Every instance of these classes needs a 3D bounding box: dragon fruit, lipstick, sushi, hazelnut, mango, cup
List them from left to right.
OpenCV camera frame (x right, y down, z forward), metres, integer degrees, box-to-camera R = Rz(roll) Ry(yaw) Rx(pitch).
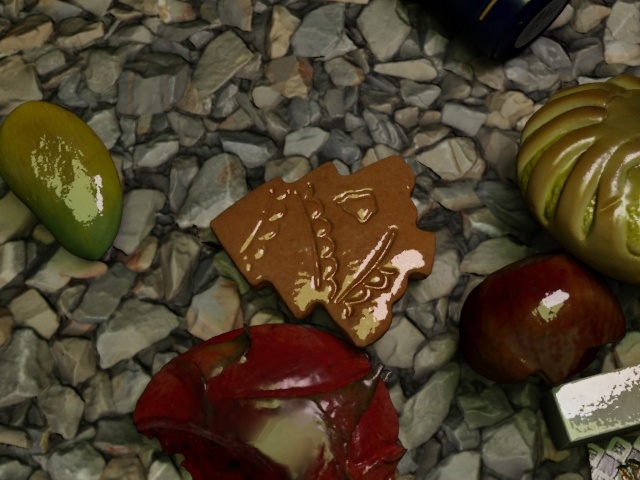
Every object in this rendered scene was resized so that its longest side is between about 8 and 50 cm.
[{"bbox_3d":[-0.346,-0.088,1.256,0.137,0.091,0.237,-44,83,-6],"label":"mango"},{"bbox_3d":[-0.044,0.221,1.154,0.344,0.100,0.282,35,72,10],"label":"dragon fruit"},{"bbox_3d":[0.240,-0.418,1.275,0.256,0.255,0.178,47,40,12],"label":"cup"},{"bbox_3d":[0.272,0.102,1.158,0.202,0.170,0.160,-29,95,10],"label":"hazelnut"},{"bbox_3d":[0.398,0.308,1.156,0.120,0.026,0.126,0,64,1],"label":"sushi"},{"bbox_3d":[0.467,0.179,1.159,0.372,0.079,0.076,-14,68,-5],"label":"lipstick"}]

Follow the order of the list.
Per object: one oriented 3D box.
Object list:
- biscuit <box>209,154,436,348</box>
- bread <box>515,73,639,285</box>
[{"bbox_3d":[0.000,0.000,1.235,0.306,0.043,0.283,7,66,6],"label":"biscuit"},{"bbox_3d":[0.399,-0.090,1.157,0.333,0.160,0.333,6,43,-6],"label":"bread"}]
